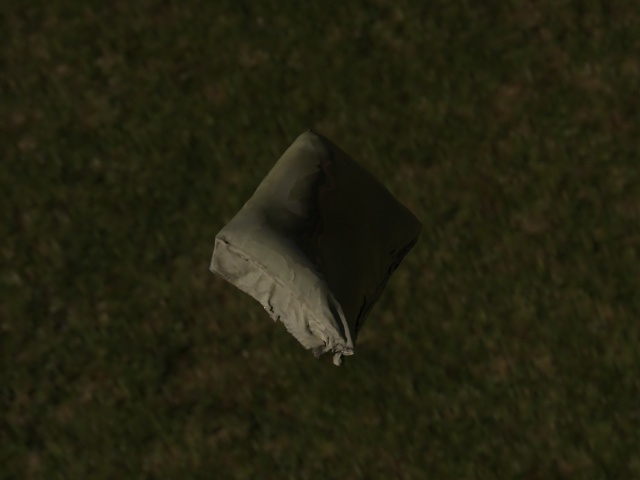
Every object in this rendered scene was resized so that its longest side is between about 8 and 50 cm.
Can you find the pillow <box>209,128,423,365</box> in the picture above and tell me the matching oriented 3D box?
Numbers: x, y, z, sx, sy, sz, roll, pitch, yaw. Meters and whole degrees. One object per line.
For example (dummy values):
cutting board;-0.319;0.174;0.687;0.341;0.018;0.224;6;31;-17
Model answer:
pillow;0.000;0.000;1.262;0.053;0.119;0.208;-39;9;30
